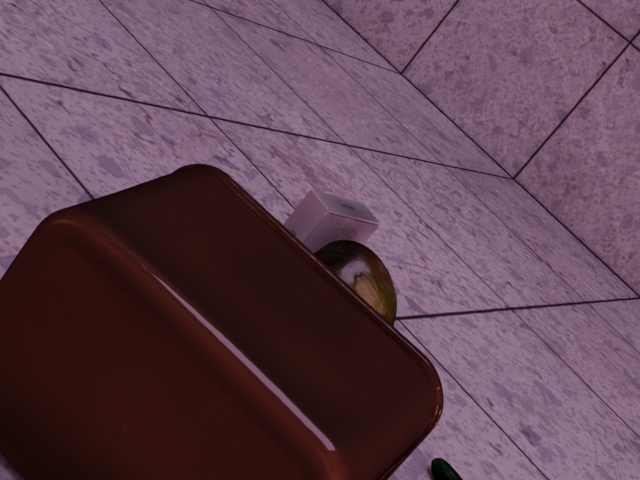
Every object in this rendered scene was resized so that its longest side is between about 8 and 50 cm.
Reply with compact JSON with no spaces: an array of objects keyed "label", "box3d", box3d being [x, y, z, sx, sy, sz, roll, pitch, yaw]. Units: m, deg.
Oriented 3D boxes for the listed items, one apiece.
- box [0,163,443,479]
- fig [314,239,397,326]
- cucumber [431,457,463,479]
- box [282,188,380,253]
[{"label":"box","box3d":[-0.103,0.125,0.927,0.339,0.239,0.229,42,21,10]},{"label":"fig","box3d":[0.064,0.116,1.434,0.245,0.149,0.149,51,19,-1]},{"label":"cucumber","box3d":[0.177,0.323,1.289,0.033,0.036,0.184,14,28,-31]},{"label":"box","box3d":[0.000,0.000,1.556,0.130,0.129,0.051,11,33,-53]}]
